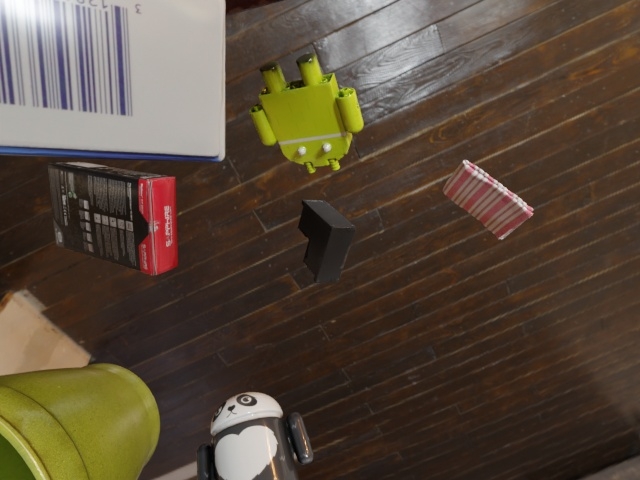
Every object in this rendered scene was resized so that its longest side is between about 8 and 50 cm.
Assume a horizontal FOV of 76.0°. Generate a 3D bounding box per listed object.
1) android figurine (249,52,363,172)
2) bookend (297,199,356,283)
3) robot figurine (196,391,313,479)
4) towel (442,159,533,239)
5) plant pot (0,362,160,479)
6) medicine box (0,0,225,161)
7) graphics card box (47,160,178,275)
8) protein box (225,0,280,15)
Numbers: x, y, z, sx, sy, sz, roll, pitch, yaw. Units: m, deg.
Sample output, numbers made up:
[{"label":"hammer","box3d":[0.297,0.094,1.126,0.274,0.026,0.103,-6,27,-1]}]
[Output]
[{"label":"android figurine","box3d":[-0.029,-0.265,0.908,0.248,0.056,0.272,-1,135,20]},{"label":"bookend","box3d":[0.000,0.000,1.037,0.072,0.156,0.157,-1,119,-33]},{"label":"robot figurine","box3d":[-0.146,0.473,0.888,0.209,0.278,0.173,6,136,-32]},{"label":"towel","box3d":[0.389,-0.095,0.976,0.029,0.197,0.144,-45,167,-19]},{"label":"plant pot","box3d":[-0.450,0.357,0.648,0.367,0.353,0.366,0,90,6]},{"label":"medicine box","box3d":[-0.269,-0.158,0.403,0.264,0.289,0.149,-5,102,-34]},{"label":"graphics card box","box3d":[-0.527,-0.066,1.036,0.371,0.094,0.232,11,108,24]},{"label":"protein box","box3d":[-0.044,-0.406,0.510,0.201,0.199,0.136,7,143,32]}]
